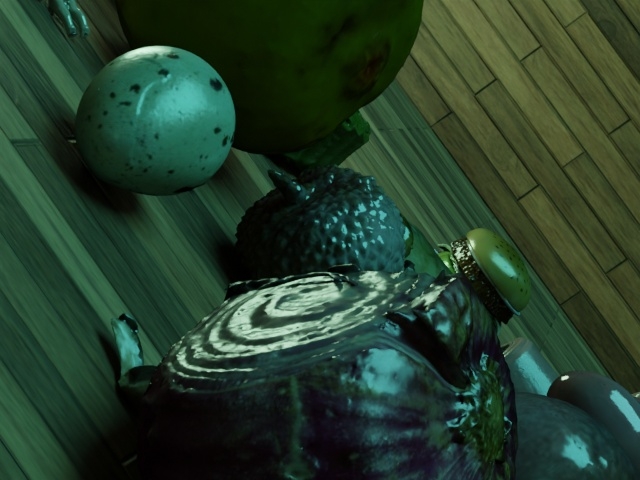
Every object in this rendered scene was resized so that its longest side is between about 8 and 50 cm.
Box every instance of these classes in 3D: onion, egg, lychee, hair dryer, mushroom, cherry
[{"bbox_3d":[0.001,0.147,1.003,0.256,0.272,0.230,44,40,-18],"label":"onion"},{"bbox_3d":[-0.143,-0.094,1.341,0.131,0.131,0.164,54,35,1],"label":"egg"},{"bbox_3d":[0.000,0.000,1.524,0.165,0.165,0.197,-107,178,-58],"label":"lychee"},{"bbox_3d":[0.307,0.205,1.893,0.210,0.125,0.352,53,-25,0],"label":"hair dryer"},{"bbox_3d":[0.114,0.032,2.085,0.333,0.087,0.107,41,21,-60],"label":"mushroom"},{"bbox_3d":[0.186,0.252,1.486,0.239,0.206,0.239,32,-20,14],"label":"cherry"}]

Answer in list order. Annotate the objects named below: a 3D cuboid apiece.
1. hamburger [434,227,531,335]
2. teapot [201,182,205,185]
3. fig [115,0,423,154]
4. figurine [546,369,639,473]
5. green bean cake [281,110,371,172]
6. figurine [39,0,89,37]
[{"bbox_3d":[0.233,0.061,2.335,0.175,0.137,0.175,53,13,-18],"label":"hamburger"},{"bbox_3d":[-0.143,-0.104,1.565,0.080,0.085,0.110,-159,-123,-69],"label":"teapot"},{"bbox_3d":[-0.070,-0.270,1.700,0.343,0.343,0.343,51,12,-15],"label":"fig"},{"bbox_3d":[0.317,0.284,1.659,0.211,0.270,0.261,10,36,-49],"label":"figurine"},{"bbox_3d":[-0.042,-0.195,2.044,0.214,0.113,0.200,59,12,20],"label":"green bean cake"},{"bbox_3d":[-0.250,-0.244,1.546,0.064,0.047,0.109,-6,65,-50],"label":"figurine"}]
